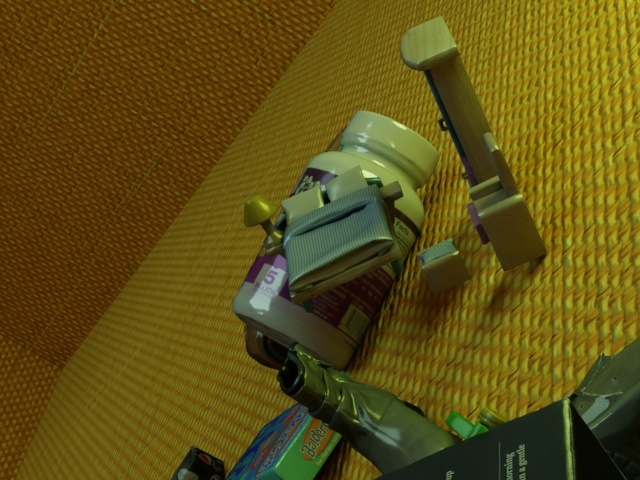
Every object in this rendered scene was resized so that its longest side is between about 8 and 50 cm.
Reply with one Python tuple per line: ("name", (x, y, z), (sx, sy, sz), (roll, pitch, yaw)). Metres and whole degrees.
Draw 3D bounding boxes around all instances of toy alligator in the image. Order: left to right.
("toy alligator", (0.157, 0.185, 1.070), (0.056, 0.051, 0.189), (-58, 25, 2))

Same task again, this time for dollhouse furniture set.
("dollhouse furniture set", (0.041, -0.061, 1.415), (0.303, 0.198, 0.286), (-24, 21, 8))

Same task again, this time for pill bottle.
("pill bottle", (0.027, -0.005, 1.678), (0.301, 0.169, 0.169), (-61, 14, -10))

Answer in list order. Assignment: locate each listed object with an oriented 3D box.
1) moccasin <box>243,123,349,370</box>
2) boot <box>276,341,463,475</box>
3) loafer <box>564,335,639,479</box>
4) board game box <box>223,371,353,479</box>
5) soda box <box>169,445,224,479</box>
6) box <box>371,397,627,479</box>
("moccasin", (0.003, 0.001, 1.860), (0.147, 0.139, 0.380), (9, 77, 66))
("boot", (0.034, 0.175, 1.281), (0.083, 0.161, 0.246), (-59, 13, 0))
("loafer", (0.211, 0.133, 0.924), (0.251, 0.094, 0.087), (-44, 10, 25))
("board game box", (-0.046, 0.255, 1.567), (0.160, 0.047, 0.210), (-51, 7, -39))
("soda box", (-0.204, 0.382, 1.914), (0.169, 0.053, 0.060), (-57, 14, 8))
("box", (0.045, 0.305, 0.719), (0.312, 0.179, 0.343), (-26, 27, 23))
